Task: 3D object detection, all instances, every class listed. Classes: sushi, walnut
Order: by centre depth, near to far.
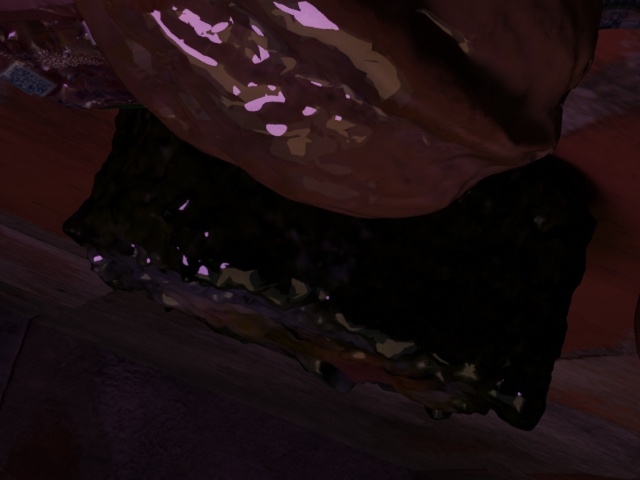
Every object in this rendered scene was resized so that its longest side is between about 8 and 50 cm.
[{"bbox_3d":[0.009,-0.114,0.711,0.245,0.198,0.198,37,163,-11],"label":"walnut"},{"bbox_3d":[0.000,0.000,1.190,0.352,0.178,0.294,24,167,-12],"label":"sushi"}]

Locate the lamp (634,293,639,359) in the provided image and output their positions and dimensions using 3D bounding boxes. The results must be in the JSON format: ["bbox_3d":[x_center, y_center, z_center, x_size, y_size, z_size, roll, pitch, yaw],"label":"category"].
[{"bbox_3d":[0.283,0.061,1.129,0.136,0.136,0.136,18,166,5],"label":"lamp"}]

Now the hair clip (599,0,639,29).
[{"bbox_3d":[0.061,-0.144,0.819,0.229,0.066,0.036,16,-167,-1],"label":"hair clip"}]

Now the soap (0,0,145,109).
[{"bbox_3d":[-0.111,-0.141,0.961,0.273,0.098,0.218,5,160,46],"label":"soap"}]
